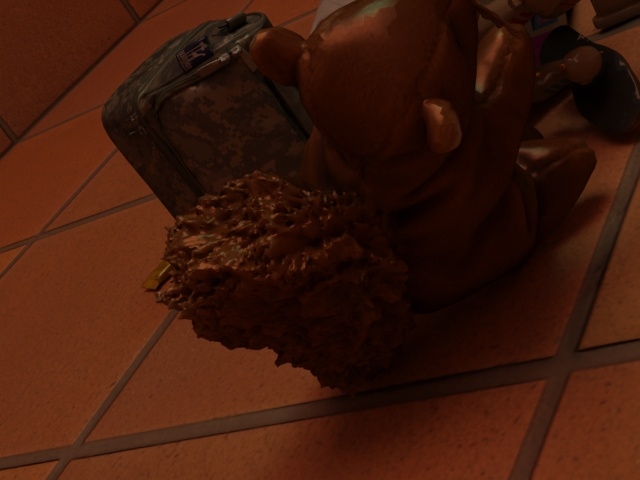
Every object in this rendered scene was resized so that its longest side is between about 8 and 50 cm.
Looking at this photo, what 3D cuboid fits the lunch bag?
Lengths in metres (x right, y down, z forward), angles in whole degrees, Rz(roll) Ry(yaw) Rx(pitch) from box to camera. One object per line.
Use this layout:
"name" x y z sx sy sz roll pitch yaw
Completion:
"lunch bag" -0.094 -0.138 1.550 0.256 0.305 0.212 -10 33 48

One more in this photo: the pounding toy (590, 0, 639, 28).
"pounding toy" 0.410 -0.417 1.609 0.154 0.154 0.269 -4 37 44

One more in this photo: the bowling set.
"bowling set" 0.233 -0.186 1.306 0.287 0.199 0.154 -25 1 -26

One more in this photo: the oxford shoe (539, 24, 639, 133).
"oxford shoe" 0.325 -0.178 1.360 0.076 0.076 0.212 -55 29 22

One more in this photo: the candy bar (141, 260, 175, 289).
"candy bar" -0.199 0.016 1.763 0.161 0.018 0.040 -45 28 -26

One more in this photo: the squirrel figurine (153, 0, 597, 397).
"squirrel figurine" 0.047 -0.049 1.065 0.397 0.281 0.370 -55 -14 -7

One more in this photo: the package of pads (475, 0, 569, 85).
"package of pads" 0.171 -0.297 1.439 0.229 0.296 0.101 -22 16 -24

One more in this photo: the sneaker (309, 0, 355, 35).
"sneaker" 0.097 -0.415 2.151 0.297 0.111 0.129 -13 46 50

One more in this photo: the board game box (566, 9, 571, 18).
"board game box" 0.277 -0.299 1.659 0.126 0.026 0.186 -10 21 21
